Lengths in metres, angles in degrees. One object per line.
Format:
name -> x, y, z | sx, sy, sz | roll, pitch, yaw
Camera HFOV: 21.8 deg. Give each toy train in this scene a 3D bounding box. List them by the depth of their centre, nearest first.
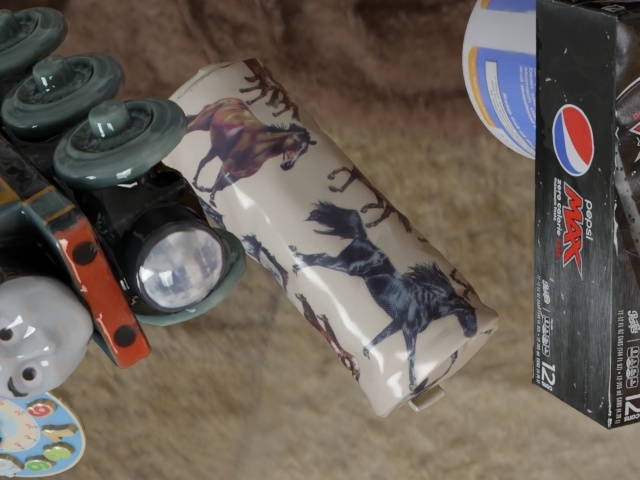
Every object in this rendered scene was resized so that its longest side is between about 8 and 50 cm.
toy train -> -0.182, -0.021, 0.973 | 0.190, 0.142, 0.334 | -32, 35, -14

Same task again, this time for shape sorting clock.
shape sorting clock -> -0.345, 0.189, 1.730 | 0.206, 0.206, 0.040 | 6, 52, 15

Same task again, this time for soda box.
soda box -> 0.122, -0.014, 0.665 | 0.053, 0.169, 0.060 | -11, 20, -24

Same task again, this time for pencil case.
pencil case -> 0.000, 0.000, 1.705 | 0.160, 0.183, 0.410 | -42, 86, -18

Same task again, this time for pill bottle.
pill bottle -> 0.207, -0.108, 1.022 | 0.152, 0.152, 0.272 | -38, 19, -10
